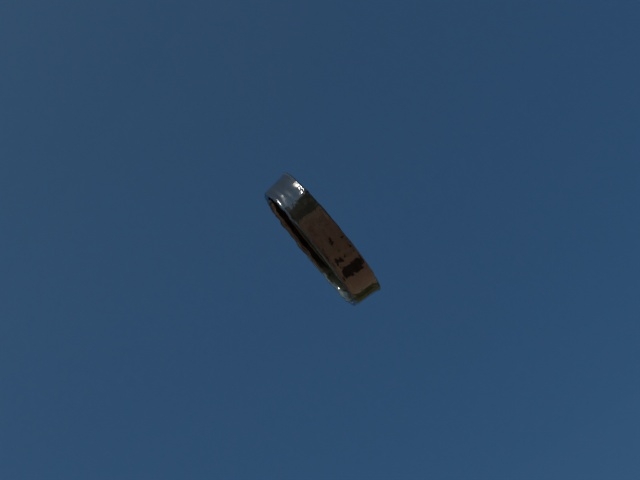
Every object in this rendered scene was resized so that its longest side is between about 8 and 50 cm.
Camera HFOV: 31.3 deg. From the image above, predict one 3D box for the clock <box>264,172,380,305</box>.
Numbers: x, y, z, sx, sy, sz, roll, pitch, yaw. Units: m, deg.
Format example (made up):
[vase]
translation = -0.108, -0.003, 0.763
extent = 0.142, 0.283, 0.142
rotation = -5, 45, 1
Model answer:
[clock]
translation = 0.000, 0.000, 1.378
extent = 0.040, 0.184, 0.184
rotation = -39, -55, -5
